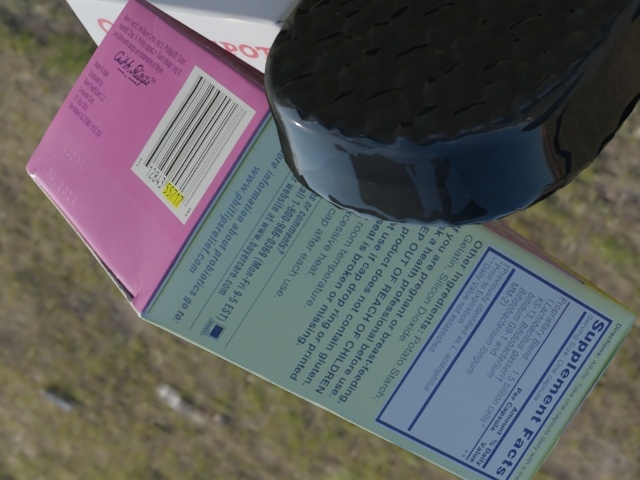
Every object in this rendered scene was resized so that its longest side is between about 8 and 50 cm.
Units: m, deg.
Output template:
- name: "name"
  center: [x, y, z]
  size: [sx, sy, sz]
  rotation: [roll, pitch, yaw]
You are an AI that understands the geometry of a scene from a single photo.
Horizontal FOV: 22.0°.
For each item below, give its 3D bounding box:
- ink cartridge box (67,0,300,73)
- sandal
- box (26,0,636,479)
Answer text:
- name: "ink cartridge box"
  center: [-0.014, -0.099, 1.101]
  size: [0.197, 0.114, 0.273]
  rotation: [14, 148, 39]
- name: "sandal"
  center: [0.140, -0.149, 0.701]
  size: [0.168, 0.446, 0.107]
  rotation: [23, 146, 36]
- name: "box"
  center: [0.000, 0.000, 0.858]
  size: [0.243, 0.117, 0.213]
  rotation: [30, -174, -31]
